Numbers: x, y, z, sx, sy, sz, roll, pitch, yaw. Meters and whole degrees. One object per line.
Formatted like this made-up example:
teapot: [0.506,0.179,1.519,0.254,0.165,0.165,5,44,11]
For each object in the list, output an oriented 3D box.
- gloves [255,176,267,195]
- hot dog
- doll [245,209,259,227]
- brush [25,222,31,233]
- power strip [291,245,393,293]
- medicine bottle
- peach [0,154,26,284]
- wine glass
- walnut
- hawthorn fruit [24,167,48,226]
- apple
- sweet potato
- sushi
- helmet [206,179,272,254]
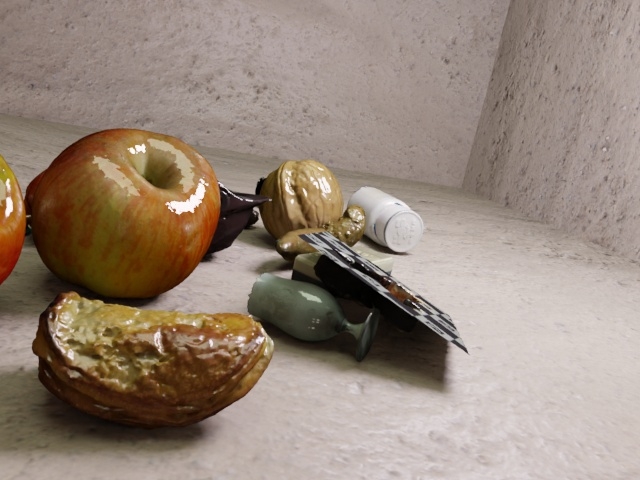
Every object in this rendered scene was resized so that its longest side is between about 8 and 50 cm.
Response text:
gloves: [-0.121,-0.155,1.860,0.129,0.106,0.181,16,19,24]
hot dog: [-0.190,0.138,0.665,0.259,0.114,0.175,11,9,-13]
doll: [-0.226,-0.072,1.566,0.139,0.057,0.165,20,12,41]
brush: [-0.609,-0.014,1.074,0.043,0.032,0.193,12,13,1]
power strip: [0.056,0.061,1.238,0.105,0.070,0.257,22,16,34]
medicine bottle: [0.185,-0.063,1.673,0.143,0.143,0.258,6,14,-22]
peach: [-0.550,-0.030,0.701,0.333,0.307,0.308,-3,13,5]
wine glass: [-0.014,0.117,0.916,0.202,0.092,0.093,16,15,19]
walnut: [-0.050,-0.095,1.443,0.228,0.228,0.228,11,14,-3]
hawthorn fruit: [-0.505,-0.069,1.155,0.174,0.173,0.179,9,41,-10]
apple: [-0.328,-0.034,0.967,0.302,0.301,0.301,11,14,-3]
sweet potato: [0.001,0.002,1.312,0.310,0.124,0.098,-21,55,-39]
sushi: [0.096,0.101,1.027,0.320,0.068,0.339,35,7,5]
helmet: [-0.273,-0.053,1.206,0.305,0.177,0.225,18,3,-12]
